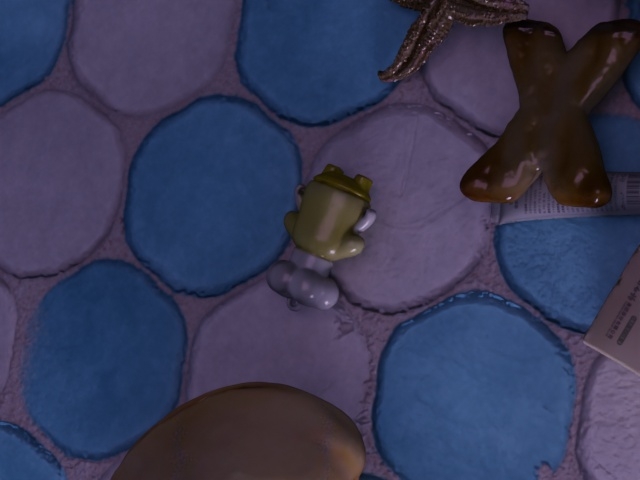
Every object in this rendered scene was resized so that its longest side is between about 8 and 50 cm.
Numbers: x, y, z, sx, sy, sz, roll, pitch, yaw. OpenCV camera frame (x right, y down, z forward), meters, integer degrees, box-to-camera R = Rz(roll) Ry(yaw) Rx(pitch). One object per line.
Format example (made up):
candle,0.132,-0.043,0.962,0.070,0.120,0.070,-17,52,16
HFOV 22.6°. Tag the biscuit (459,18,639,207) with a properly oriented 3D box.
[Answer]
biscuit,0.241,-0.131,1.640,0.164,0.047,0.208,5,71,34

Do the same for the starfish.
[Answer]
starfish,0.128,-0.270,1.720,0.240,0.043,0.227,-56,49,20

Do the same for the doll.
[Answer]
doll,0.000,0.000,1.723,0.106,0.062,0.162,22,87,33

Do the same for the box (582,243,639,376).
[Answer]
box,0.381,0.054,1.544,0.168,0.095,0.212,31,92,21

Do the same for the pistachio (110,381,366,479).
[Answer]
pistachio,-0.088,0.275,1.624,0.321,0.229,0.238,-38,94,22

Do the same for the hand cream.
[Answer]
hand cream,0.268,-0.048,1.641,0.194,0.042,0.067,1,84,27
